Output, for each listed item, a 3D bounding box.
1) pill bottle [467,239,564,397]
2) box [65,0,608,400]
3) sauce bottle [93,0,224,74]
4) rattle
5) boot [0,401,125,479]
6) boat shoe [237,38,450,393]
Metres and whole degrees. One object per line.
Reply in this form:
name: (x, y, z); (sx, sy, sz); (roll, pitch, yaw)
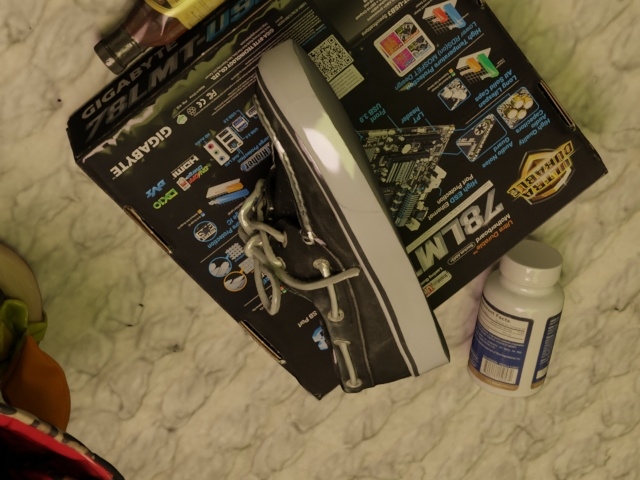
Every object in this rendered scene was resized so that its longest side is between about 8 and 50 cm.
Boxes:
pill bottle: (0.162, 0.063, 1.227); (0.067, 0.067, 0.120); (0, 120, -16)
box: (0.019, -0.067, 1.105); (0.295, 0.073, 0.293); (-39, 123, 8)
sauce bottle: (-0.100, -0.163, 1.030); (0.128, 0.042, 0.042); (-40, 123, 6)
rattle: (-0.276, 0.053, 1.051); (0.130, 0.142, 0.199); (-26, 129, 12)
boot: (-0.226, 0.213, 1.068); (0.377, 0.284, 0.138); (48, 62, -28)
boat shoe: (-0.001, -0.003, 1.032); (0.105, 0.113, 0.306); (-23, 139, 4)
